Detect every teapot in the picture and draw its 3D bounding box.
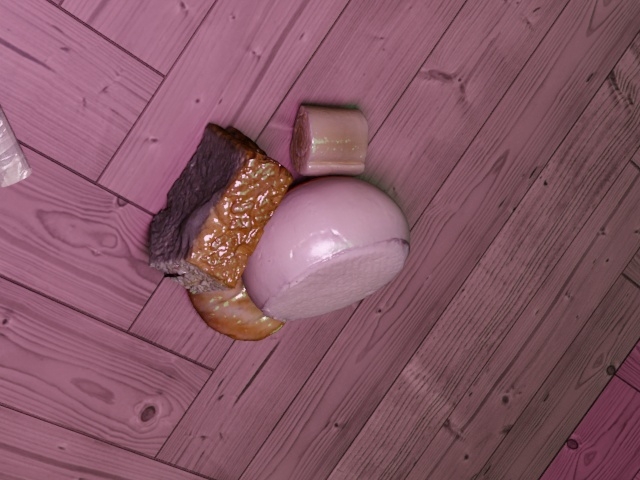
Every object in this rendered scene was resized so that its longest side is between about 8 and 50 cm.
[{"bbox_3d":[-0.587,-0.192,1.762,0.077,0.107,0.200,-27,124,-13],"label":"teapot"}]

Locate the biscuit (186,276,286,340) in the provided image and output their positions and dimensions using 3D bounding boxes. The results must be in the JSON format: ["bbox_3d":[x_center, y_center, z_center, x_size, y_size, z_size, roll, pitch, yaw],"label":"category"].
[{"bbox_3d":[-0.196,0.131,2.193,0.154,0.045,0.299,-41,128,-9],"label":"biscuit"}]

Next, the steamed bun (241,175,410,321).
[{"bbox_3d":[0.000,0.000,2.091,0.374,0.241,0.374,-19,162,-6],"label":"steamed bun"}]

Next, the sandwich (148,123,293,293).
[{"bbox_3d":[-0.212,-0.053,1.957,0.131,0.262,0.325,26,98,-31],"label":"sandwich"}]

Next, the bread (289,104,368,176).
[{"bbox_3d":[0.016,-0.208,2.095,0.141,0.134,0.148,-1,102,-26],"label":"bread"}]
